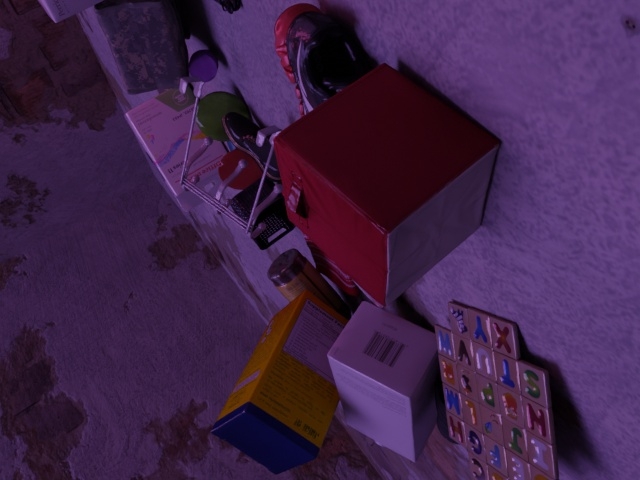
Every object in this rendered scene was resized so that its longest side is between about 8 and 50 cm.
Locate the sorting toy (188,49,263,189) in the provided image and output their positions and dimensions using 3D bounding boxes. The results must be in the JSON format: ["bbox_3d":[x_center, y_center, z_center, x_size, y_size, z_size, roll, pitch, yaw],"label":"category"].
[{"bbox_3d":[-0.229,-0.306,1.538,0.126,0.127,0.365,-93,-12,-54],"label":"sorting toy"}]

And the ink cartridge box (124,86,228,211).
[{"bbox_3d":[-0.409,-0.274,1.889,0.353,0.207,0.119,61,166,-19],"label":"ink cartridge box"}]

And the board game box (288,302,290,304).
[{"bbox_3d":[-0.022,0.225,1.879,0.170,0.048,0.141,60,-161,-12],"label":"board game box"}]

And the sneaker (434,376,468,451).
[{"bbox_3d":[0.297,0.345,1.164,0.286,0.109,0.130,22,136,61],"label":"sneaker"}]

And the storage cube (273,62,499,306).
[{"bbox_3d":[0.080,-0.068,0.795,0.193,0.215,0.183,42,159,26],"label":"storage cube"}]

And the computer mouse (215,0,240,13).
[{"bbox_3d":[-0.201,-0.505,1.105,0.106,0.042,0.193,51,170,37],"label":"computer mouse"}]

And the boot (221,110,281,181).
[{"bbox_3d":[-0.134,-0.234,1.403,0.198,0.077,0.137,44,160,-1],"label":"boot"}]

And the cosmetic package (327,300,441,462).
[{"bbox_3d":[0.150,0.316,1.354,0.197,0.155,0.365,24,151,24],"label":"cosmetic package"}]

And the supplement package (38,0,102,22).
[{"bbox_3d":[-0.448,-0.591,1.209,0.175,0.293,0.177,48,163,30],"label":"supplement package"}]

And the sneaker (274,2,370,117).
[{"bbox_3d":[0.024,-0.201,0.903,0.135,0.098,0.276,38,155,55],"label":"sneaker"}]

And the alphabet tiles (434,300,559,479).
[{"bbox_3d":[0.282,0.278,1.030,0.285,0.011,0.342,-163,61,-66],"label":"alphabet tiles"}]

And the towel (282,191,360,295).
[{"bbox_3d":[0.000,0.000,1.516,0.199,0.031,0.274,34,152,54],"label":"towel"}]

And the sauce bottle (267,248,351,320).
[{"bbox_3d":[0.003,0.174,1.632,0.344,0.111,0.111,51,168,-22],"label":"sauce bottle"}]

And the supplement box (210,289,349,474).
[{"bbox_3d":[-0.068,0.330,1.477,0.194,0.356,0.195,37,138,-10],"label":"supplement box"}]

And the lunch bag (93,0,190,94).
[{"bbox_3d":[-0.392,-0.514,1.411,0.235,0.169,0.287,86,175,-55],"label":"lunch bag"}]

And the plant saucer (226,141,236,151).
[{"bbox_3d":[-0.242,-0.261,1.764,0.067,0.018,0.192,43,160,42],"label":"plant saucer"}]

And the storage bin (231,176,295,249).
[{"bbox_3d":[-0.146,-0.069,1.618,0.084,0.122,0.180,50,171,26],"label":"storage bin"}]

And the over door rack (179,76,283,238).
[{"bbox_3d":[-0.197,-0.185,1.391,0.240,0.108,0.324,34,140,17],"label":"over door rack"}]

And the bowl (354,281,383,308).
[{"bbox_3d":[0.101,0.054,1.267,0.142,0.053,0.142,49,163,31],"label":"bowl"}]
